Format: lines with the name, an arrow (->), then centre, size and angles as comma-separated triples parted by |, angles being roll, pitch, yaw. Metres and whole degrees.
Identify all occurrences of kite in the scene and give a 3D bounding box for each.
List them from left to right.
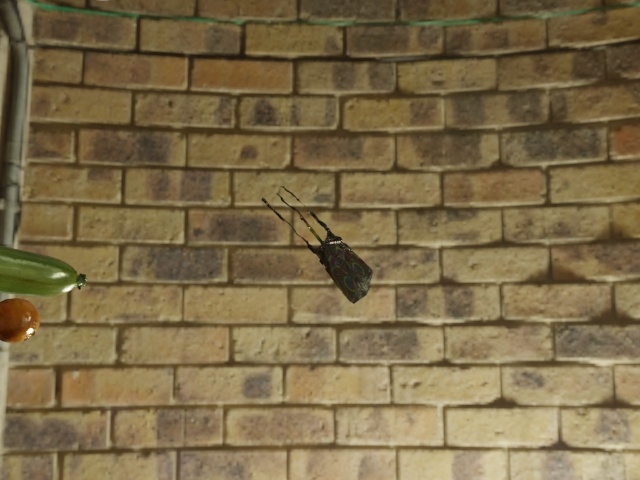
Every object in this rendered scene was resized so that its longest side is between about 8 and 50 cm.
kite -> 0.000, 0.000, 1.499 | 0.015, 0.285, 0.152 | -42, -174, 30

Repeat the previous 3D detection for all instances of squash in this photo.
squash -> -0.704, 0.066, 1.670 | 0.107, 0.107, 0.395 | -7, 165, 39

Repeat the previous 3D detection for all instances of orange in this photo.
orange -> -0.530, 0.139, 1.297 | 0.083, 0.083, 0.083 | 0, 172, 0
